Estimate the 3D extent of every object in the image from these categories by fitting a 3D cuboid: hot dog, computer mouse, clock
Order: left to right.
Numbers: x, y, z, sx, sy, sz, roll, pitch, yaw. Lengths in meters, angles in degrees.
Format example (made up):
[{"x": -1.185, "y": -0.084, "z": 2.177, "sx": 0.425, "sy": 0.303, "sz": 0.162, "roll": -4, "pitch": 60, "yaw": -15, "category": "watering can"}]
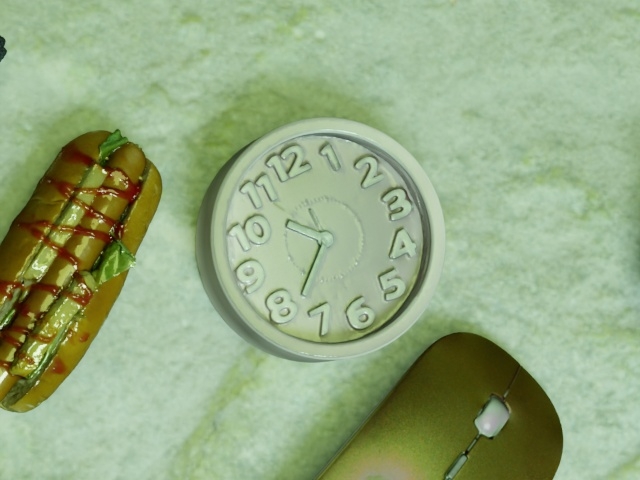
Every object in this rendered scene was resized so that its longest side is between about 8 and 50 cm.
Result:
[{"x": -0.207, "y": 0.030, "z": 1.510, "sx": 0.104, "sy": 0.076, "sz": 0.250, "roll": 34, "pitch": 76, "yaw": -10, "category": "hot dog"}, {"x": 0.000, "y": 0.000, "z": 1.569, "sx": 0.197, "sy": 0.068, "sz": 0.197, "roll": 1, "pitch": 84, "yaw": -14, "category": "clock"}, {"x": 0.072, "y": 0.216, "z": 1.568, "sx": 0.158, "sy": 0.072, "sz": 0.310, "roll": 45, "pitch": 75, "yaw": -9, "category": "computer mouse"}]

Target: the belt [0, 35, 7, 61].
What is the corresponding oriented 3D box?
[{"x": -0.343, "y": -0.086, "z": 1.451, "sx": 0.126, "sy": 0.139, "sz": 0.230, "roll": 33, "pitch": 80, "yaw": -10, "category": "belt"}]
